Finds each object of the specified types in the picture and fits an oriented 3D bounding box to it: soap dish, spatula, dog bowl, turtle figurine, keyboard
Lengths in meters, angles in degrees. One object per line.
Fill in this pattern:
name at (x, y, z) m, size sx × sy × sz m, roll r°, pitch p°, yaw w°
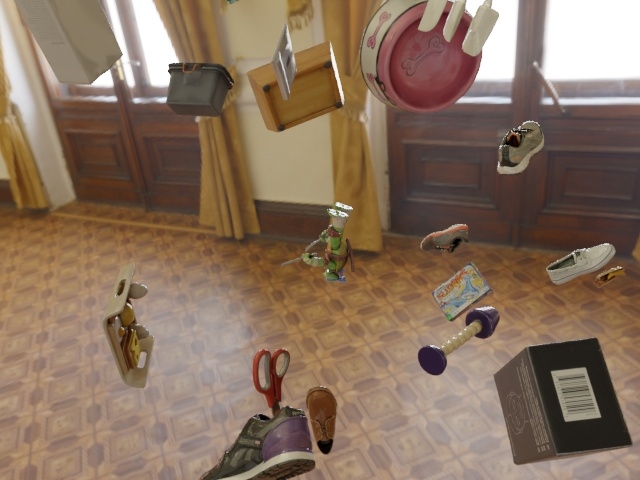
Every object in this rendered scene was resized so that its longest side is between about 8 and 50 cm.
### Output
soap dish at (-0.070, -0.498, 1.859) m, size 0.291 × 0.229 × 0.118 m, roll -22°, pitch 45°, yaw -3°
spatula at (0.272, -0.465, 0.986) m, size 0.019 × 0.242 × 0.168 m, roll 2°, pitch 33°, yaw -35°
dog bowl at (0.343, -0.601, 1.836) m, size 0.408 × 0.408 × 0.150 m, roll -11°, pitch 36°, yaw -10°
turtle figurine at (0.000, 0.000, 1.948) m, size 0.198 × 0.266 × 0.275 m, roll -7°, pitch 32°, yaw -44°
keyboard at (-0.068, -0.337, 1.087) m, size 0.014 × 0.072 × 0.256 m, roll 14°, pitch 0°, yaw 1°

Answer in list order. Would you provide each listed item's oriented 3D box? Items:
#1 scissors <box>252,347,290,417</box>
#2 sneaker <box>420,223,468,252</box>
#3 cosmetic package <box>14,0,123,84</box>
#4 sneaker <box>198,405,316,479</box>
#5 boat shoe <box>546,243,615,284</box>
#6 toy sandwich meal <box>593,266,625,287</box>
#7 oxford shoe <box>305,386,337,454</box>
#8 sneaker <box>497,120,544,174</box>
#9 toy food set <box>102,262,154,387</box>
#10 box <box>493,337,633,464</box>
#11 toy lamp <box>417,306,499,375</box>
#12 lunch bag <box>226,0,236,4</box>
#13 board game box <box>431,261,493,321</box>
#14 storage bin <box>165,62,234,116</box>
scissors at (-0.114, 0.389, 1.311) m, size 0.021 × 0.297 × 0.109 m, roll 10°, pitch 13°, yaw 41°
sneaker at (0.353, 0.008, 1.603) m, size 0.061 × 0.064 × 0.158 m, roll 13°, pitch -30°, yaw -39°
cosmetic package at (-0.459, -0.409, 1.004) m, size 0.086 × 0.231 × 0.117 m, roll 9°, pitch 47°, yaw 20°
sneaker at (-0.125, 0.411, 1.097) m, size 0.283 × 0.107 × 0.124 m, roll -30°, pitch 48°, yaw 27°
boat shoe at (0.882, 0.071, 1.911) m, size 0.226 × 0.076 × 0.083 m, roll -36°, pitch 26°, yaw 19°
toy sandwich meal at (0.780, 0.099, 1.516) m, size 0.086 × 0.085 × 0.029 m, roll -14°, pitch 69°, yaw -16°
oxford shoe at (0.009, 0.440, 1.371) m, size 0.076 × 0.212 × 0.076 m, roll -9°, pitch 34°, yaw 1°
sneaker at (0.630, -0.311, 1.764) m, size 0.100 × 0.108 × 0.271 m, roll 6°, pitch 40°, yaw 35°
toy food set at (-0.538, 0.248, 1.636) m, size 0.092 × 0.306 × 0.219 m, roll -6°, pitch 35°, yaw -4°
box at (0.693, 0.490, 1.670) m, size 0.212 × 0.395 × 0.293 m, roll -7°, pitch 65°, yaw -1°
toy lamp at (0.336, 0.225, 1.321) m, size 0.080 × 0.080 × 0.275 m, roll 17°, pitch 28°, yaw 39°
lunch bag at (-0.179, -0.799, 1.540) m, size 0.160 × 0.262 × 0.223 m, roll 35°, pitch 60°, yaw 13°
board game box at (0.537, 0.196, 2.146) m, size 0.035 × 0.201 × 0.136 m, roll 20°, pitch 33°, yaw -47°
storage bin at (-0.264, -0.319, 1.197) m, size 0.135 × 0.091 × 0.098 m, roll 5°, pitch -17°, yaw 13°
